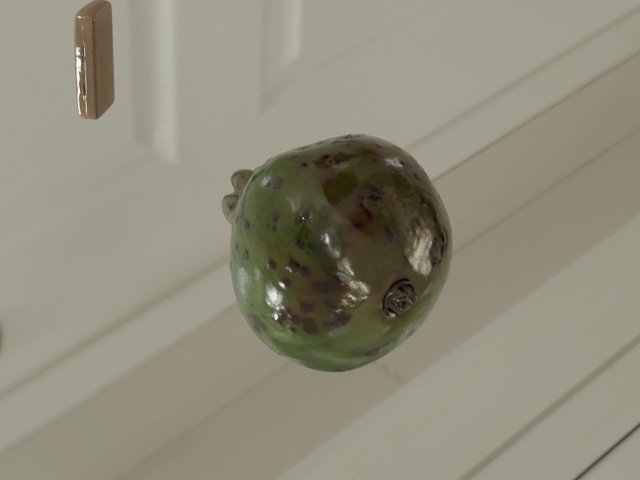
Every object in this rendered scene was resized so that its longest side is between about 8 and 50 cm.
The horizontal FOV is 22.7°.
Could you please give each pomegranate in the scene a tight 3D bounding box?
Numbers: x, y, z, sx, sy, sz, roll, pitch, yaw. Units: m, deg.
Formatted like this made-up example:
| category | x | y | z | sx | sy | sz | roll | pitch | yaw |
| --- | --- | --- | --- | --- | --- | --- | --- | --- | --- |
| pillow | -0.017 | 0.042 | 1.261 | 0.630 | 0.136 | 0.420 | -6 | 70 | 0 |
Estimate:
| category | x | y | z | sx | sy | sz | roll | pitch | yaw |
| --- | --- | --- | --- | --- | --- | --- | --- | --- | --- |
| pomegranate | 0.000 | 0.000 | 1.328 | 0.248 | 0.202 | 0.202 | 32 | 138 | 45 |

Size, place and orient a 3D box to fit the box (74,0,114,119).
| category | x | y | z | sx | sy | sz | roll | pitch | yaw |
| --- | --- | --- | --- | --- | --- | --- | --- | --- | --- |
| box | -0.222 | -0.177 | 1.559 | 0.025 | 0.048 | 0.115 | 12 | 125 | 13 |
